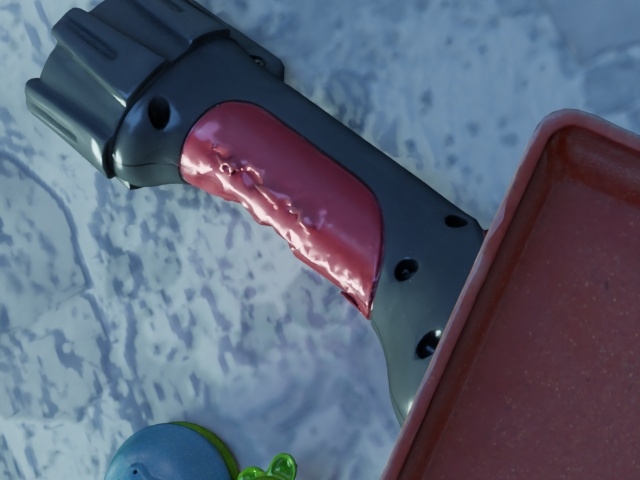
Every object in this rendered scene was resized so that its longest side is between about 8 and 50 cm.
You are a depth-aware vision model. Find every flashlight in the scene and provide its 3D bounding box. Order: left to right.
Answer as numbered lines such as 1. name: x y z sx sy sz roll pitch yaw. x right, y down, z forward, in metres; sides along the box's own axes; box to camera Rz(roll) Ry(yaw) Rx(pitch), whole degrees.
1. flashlight: 0.000 0.000 0.730 0.304 0.103 0.103 36 99 23

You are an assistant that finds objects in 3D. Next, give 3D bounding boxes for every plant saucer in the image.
1. plant saucer: 0.137 0.113 0.618 0.259 0.048 0.258 22 98 -11

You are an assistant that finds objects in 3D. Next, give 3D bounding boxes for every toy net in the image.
1. toy net: -0.059 0.202 0.780 0.122 0.045 0.232 7 91 25
